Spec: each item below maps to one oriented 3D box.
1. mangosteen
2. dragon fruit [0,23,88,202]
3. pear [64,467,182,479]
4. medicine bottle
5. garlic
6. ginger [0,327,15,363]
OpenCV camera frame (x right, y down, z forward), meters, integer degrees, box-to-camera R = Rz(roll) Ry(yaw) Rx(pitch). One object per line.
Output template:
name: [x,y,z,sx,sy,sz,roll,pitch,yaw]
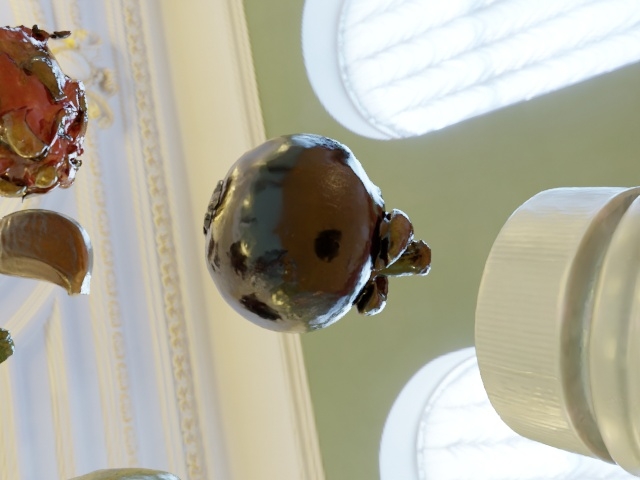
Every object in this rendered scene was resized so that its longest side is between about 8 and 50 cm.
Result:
mangosteen: [0.000,0.000,0.783,0.265,0.228,0.228,15,-124,-7]
dragon fruit: [-0.544,-0.199,1.222,0.263,0.314,0.296,54,-158,2]
pear: [-0.277,0.450,0.880,0.304,0.304,0.304,27,-124,-48]
medicine bottle: [0.272,0.060,0.382,0.190,0.332,0.190,-4,-85,-43]
garlic: [-0.430,0.017,1.006,0.198,0.090,0.129,9,-123,-8]
ginger: [-0.595,0.108,1.023,0.290,0.137,0.089,31,-122,-12]
